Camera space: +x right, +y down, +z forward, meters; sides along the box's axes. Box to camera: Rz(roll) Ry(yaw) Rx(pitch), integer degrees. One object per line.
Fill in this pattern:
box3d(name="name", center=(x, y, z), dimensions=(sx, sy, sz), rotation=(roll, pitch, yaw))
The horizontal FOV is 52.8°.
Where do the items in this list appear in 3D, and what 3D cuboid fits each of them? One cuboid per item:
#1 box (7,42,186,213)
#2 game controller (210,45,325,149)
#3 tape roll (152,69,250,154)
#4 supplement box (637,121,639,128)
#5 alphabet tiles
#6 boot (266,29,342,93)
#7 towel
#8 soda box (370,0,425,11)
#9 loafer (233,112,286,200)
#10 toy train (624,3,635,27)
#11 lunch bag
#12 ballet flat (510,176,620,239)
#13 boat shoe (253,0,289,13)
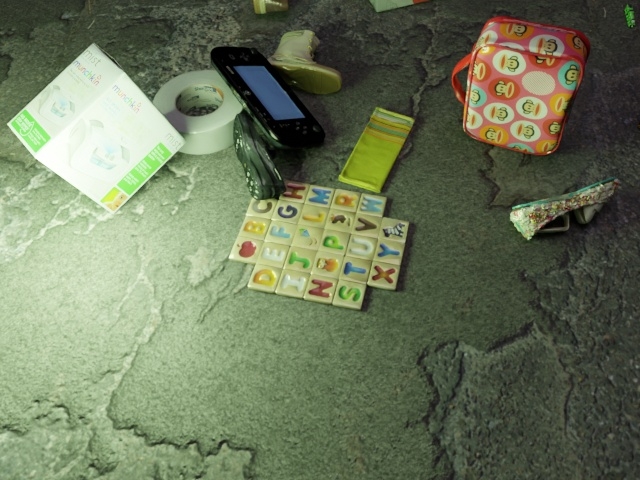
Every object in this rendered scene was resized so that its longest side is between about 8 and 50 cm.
box3d(name="box", center=(-0.442, -0.219, 1.311), dimensions=(0.231, 0.262, 0.126), rotation=(-45, 63, -5))
box3d(name="game controller", center=(-0.123, -0.330, 1.475), dimensions=(0.319, 0.067, 0.166), rotation=(52, 31, 18))
box3d(name="tape roll", center=(-0.279, -0.305, 1.520), dimensions=(0.219, 0.072, 0.219), rotation=(-2, 54, 2))
box3d(name="supplement box", center=(0.788, -0.310, 1.402), dimensions=(0.104, 0.188, 0.081), rotation=(-24, 56, -15))
box3d(name="alphabet tiles", center=(0.000, 0.000, 1.319), dimensions=(0.342, 0.011, 0.285), rotation=(10, 55, 10))
box3d(name="boot", center=(-0.027, -0.453, 1.616), dimensions=(0.213, 0.077, 0.165), rotation=(14, 53, 16))
box3d(name="towel", center=(0.130, -0.210, 1.463), dimensions=(0.102, 0.021, 0.237), rotation=(18, 56, 16))
box3d(name="soda box", center=(0.273, -0.727, 1.794), dimensions=(0.286, 0.091, 0.098), rotation=(-16, 53, -9))
box3d(name="loafer", center=(-0.136, -0.185, 1.409), dimensions=(0.078, 0.076, 0.223), rotation=(-10, 62, -22))
box3d(name="toy train", center=(0.826, -0.600, 1.717), dimensions=(0.017, 0.024, 0.083), rotation=(5, 54, 6))
box3d(name="lunch bag", center=(0.407, -0.322, 1.367), dimensions=(0.258, 0.293, 0.120), rotation=(15, 60, 13))
box3d(name="ballet flat", center=(0.502, -0.061, 1.312), dimensions=(0.240, 0.091, 0.077), rotation=(-17, 85, -5))
box3d(name="boat shoe", center=(-0.103, -0.775, 1.828), dimensions=(0.123, 0.123, 0.342), rotation=(5, 58, 8))
